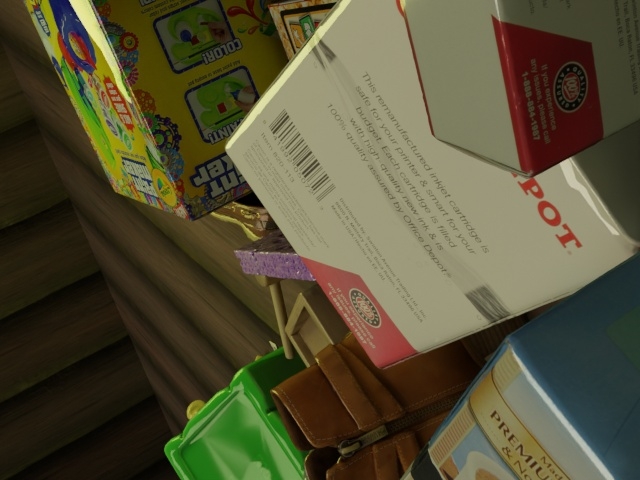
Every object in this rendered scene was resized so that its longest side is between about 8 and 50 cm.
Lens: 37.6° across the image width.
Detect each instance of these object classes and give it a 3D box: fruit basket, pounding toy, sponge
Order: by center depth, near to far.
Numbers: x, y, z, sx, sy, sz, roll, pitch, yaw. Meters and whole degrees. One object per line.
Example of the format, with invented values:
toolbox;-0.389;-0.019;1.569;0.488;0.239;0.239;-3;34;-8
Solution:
sponge;0.000;0.000;0.932;0.210;0.117;0.031;0;115;67
pounding toy;0.015;0.087;1.044;0.206;0.094;0.181;57;159;15
fruit basket;0.013;0.333;1.243;0.392;0.283;0.392;38;-160;-17

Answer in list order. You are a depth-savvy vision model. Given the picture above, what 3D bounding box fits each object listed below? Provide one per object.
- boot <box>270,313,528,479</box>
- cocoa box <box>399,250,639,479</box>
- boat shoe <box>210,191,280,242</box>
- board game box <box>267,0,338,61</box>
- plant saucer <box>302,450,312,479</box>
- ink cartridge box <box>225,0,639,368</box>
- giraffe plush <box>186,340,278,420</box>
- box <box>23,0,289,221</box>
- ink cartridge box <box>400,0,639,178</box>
boot;0.108;0.180;0.756;0.283;0.220;0.109;62;160;-3
cocoa box;0.236;0.165;0.413;0.347;0.231;0.228;53;158;20
boat shoe;-0.099;-0.054;1.187;0.178;0.064;0.060;33;141;41
board game box;0.038;-0.137;0.766;0.193;0.045;0.146;19;134;61
plant saucer;0.108;0.313;0.936;0.044;0.318;0.317;-39;76;25
ink cartridge box;0.081;-0.054;0.592;0.207;0.117;0.283;56;150;1
giraffe plush;-0.109;0.290;1.493;0.210;0.170;0.181;66;160;-11
box;-0.159;-0.195;0.978;0.290;0.177;0.279;17;133;63
ink cartridge box;0.124;-0.123;0.394;0.072;0.175;0.127;34;146;57
